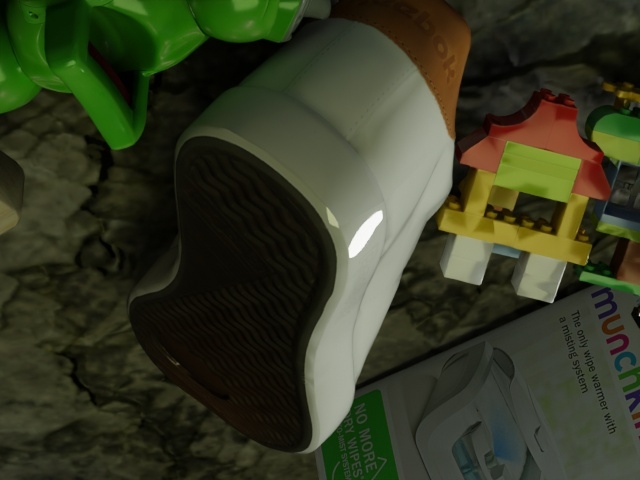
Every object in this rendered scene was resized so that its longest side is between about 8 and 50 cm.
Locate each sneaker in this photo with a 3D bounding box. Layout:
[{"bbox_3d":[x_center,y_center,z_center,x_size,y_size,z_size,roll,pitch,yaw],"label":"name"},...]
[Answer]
[{"bbox_3d":[0.000,0.000,0.568,0.106,0.123,0.290,38,155,4],"label":"sneaker"}]

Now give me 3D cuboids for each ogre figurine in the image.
[{"bbox_3d":[-0.083,-0.096,0.427,0.197,0.097,0.118,-26,130,-1],"label":"ogre figurine"}]

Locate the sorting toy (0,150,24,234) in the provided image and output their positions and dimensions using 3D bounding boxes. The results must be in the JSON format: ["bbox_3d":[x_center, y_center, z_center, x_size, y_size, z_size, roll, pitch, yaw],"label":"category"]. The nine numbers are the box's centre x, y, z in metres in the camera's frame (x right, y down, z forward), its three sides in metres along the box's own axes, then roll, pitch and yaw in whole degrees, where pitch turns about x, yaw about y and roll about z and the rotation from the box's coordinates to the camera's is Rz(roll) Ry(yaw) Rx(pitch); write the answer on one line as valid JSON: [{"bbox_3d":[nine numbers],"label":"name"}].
[{"bbox_3d":[-0.282,0.000,0.469,0.257,0.089,0.255,-23,141,24],"label":"sorting toy"}]

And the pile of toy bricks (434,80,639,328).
[{"bbox_3d":[0.156,-0.025,0.595,0.212,0.118,0.105,14,109,-7],"label":"pile of toy bricks"}]

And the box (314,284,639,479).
[{"bbox_3d":[0.161,0.149,0.780,0.231,0.127,0.262,-25,140,18],"label":"box"}]
